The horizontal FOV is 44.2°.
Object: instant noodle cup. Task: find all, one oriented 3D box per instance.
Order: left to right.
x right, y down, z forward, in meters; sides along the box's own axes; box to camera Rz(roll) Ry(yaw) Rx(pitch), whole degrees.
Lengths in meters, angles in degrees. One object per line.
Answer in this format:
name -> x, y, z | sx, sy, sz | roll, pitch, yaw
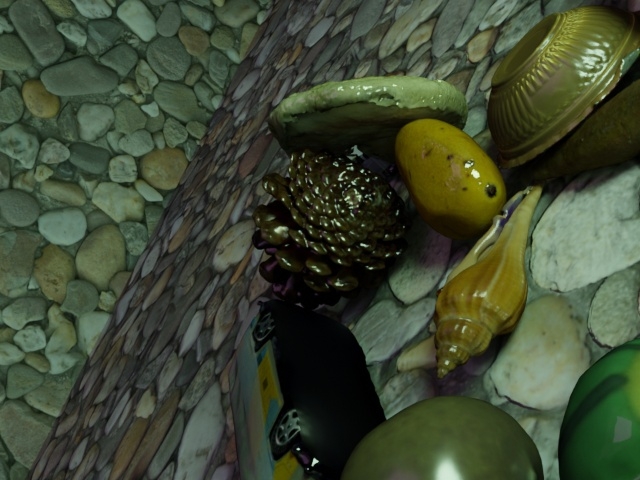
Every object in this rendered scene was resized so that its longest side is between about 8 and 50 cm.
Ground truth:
instant noodle cup -> 0.298, -0.222, 1.035 | 0.274, 0.091, 0.274 | -49, 9, 11

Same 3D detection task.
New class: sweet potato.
sweet potato -> 0.345, -0.124, 0.921 | 0.243, 0.077, 0.077 | -47, 21, 52

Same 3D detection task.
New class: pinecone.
pinecone -> -0.003, -0.002, 1.249 | 0.292, 0.247, 0.246 | 121, 167, -50

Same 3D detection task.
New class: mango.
mango -> 0.172, -0.088, 1.105 | 0.109, 0.147, 0.227 | -19, 39, -18

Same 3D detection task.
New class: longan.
longan -> 0.110, 0.251, 0.727 | 0.197, 0.197, 0.220 | -29, 39, 49

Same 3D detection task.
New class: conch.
conch -> 0.215, 0.044, 0.949 | 0.330, 0.093, 0.109 | -47, -4, -34

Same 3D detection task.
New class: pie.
pie -> 0.079, -0.187, 1.237 | 0.338, 0.338, 0.075 | -24, 69, 53

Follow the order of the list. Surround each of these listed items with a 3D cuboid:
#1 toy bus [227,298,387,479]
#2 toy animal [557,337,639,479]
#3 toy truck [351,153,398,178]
toy bus -> -0.021, 0.251, 1.046 | 0.162, 0.171, 0.386 | -60, 21, 18
toy animal -> 0.254, 0.208, 0.495 | 0.338, 0.216, 0.191 | -87, 10, -56
toy truck -> 0.106, -0.145, 1.439 | 0.111, 0.076, 0.077 | -44, 5, 27
